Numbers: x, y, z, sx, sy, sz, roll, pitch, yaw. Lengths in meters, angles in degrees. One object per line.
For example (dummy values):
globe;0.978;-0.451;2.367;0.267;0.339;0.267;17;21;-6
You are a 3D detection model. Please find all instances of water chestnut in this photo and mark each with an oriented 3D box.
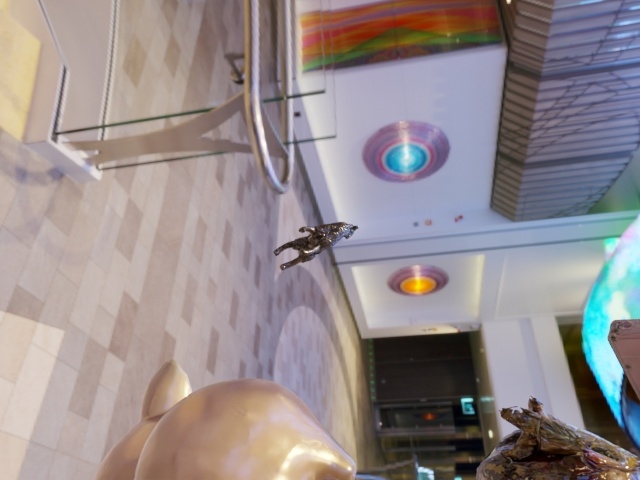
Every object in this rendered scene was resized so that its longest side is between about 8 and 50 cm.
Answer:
water chestnut;0.495;0.498;1.088;0.335;0.334;0.347;36;43;-77

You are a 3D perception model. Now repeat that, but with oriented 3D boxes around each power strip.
power strip;0.532;0.228;0.765;0.037;0.109;0.279;-40;104;-35

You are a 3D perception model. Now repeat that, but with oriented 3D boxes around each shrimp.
shrimp;0.322;0.264;0.670;0.124;0.178;0.034;15;92;-70

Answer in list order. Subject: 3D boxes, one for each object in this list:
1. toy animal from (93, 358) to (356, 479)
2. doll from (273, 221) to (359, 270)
toy animal;-0.111;0.249;0.506;0.327;0.269;0.237;102;14;-45
doll;0.000;0.000;1.075;0.139;0.165;0.057;-39;-108;53
